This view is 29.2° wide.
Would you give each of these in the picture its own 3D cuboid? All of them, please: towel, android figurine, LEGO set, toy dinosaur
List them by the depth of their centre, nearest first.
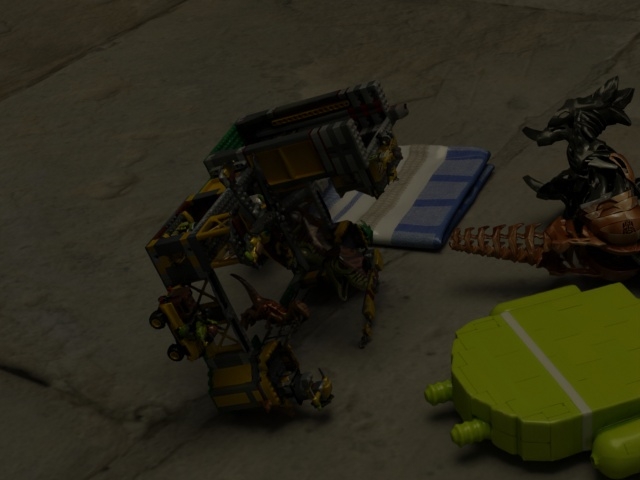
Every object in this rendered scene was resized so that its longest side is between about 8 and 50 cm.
[{"bbox_3d":[0.230,0.116,1.087,0.273,0.056,0.248,-16,31,-13],"label":"android figurine"},{"bbox_3d":[0.000,0.000,1.153,0.192,0.255,0.331,-12,19,28],"label":"LEGO set"},{"bbox_3d":[0.301,-0.037,1.252,0.322,0.164,0.218,5,43,-19],"label":"toy dinosaur"},{"bbox_3d":[0.044,-0.065,1.466,0.285,0.034,0.209,7,35,25],"label":"towel"}]

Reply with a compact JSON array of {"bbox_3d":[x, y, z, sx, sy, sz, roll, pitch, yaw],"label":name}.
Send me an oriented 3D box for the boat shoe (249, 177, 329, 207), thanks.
[{"bbox_3d":[-0.029,-0.086,1.400,0.084,0.095,0.258,1,37,21],"label":"boat shoe"}]
